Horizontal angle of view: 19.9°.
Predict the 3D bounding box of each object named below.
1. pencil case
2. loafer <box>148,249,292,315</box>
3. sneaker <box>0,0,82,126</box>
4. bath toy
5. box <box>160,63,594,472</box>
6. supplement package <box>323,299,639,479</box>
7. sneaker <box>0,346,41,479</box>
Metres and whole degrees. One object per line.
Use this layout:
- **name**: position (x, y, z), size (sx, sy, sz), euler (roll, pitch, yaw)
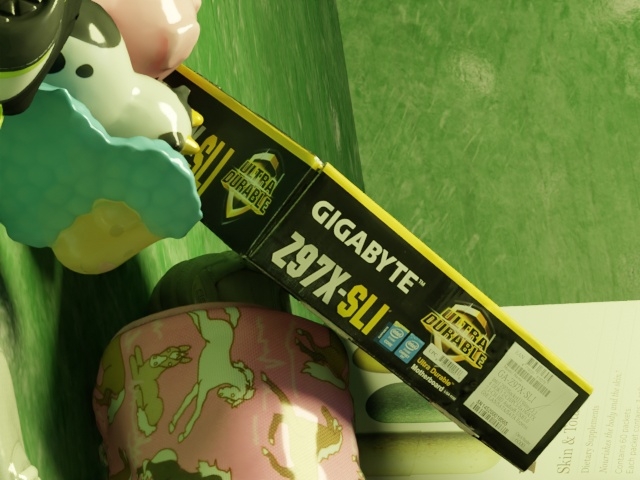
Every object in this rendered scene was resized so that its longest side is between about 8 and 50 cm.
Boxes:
- **pencil case**: position (-0.053, 0.231, 1.053), size (0.167, 0.160, 0.386), euler (123, -31, -52)
- **loafer**: position (-0.041, 0.165, 1.359), size (0.112, 0.111, 0.319), euler (-10, -90, 58)
- **sneaker**: position (-0.162, -0.163, 0.974), size (0.097, 0.084, 0.235), euler (103, -2, -57)
- **bath toy**: position (-0.130, -0.135, 1.127), size (0.348, 0.129, 0.151), euler (-92, 169, -48)
- **box**: position (0.000, 0.000, 1.196), size (0.257, 0.079, 0.322), euler (37, 1, -30)
- **supplement package**: position (0.127, 0.182, 1.310), size (0.199, 0.262, 0.198), euler (-69, 149, -51)
- **sneaker**: position (-0.120, 0.165, 0.834), size (0.099, 0.121, 0.262), euler (-8, 88, -83)
